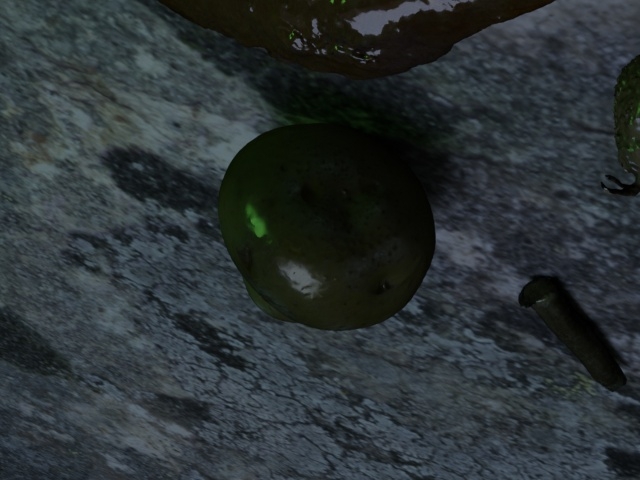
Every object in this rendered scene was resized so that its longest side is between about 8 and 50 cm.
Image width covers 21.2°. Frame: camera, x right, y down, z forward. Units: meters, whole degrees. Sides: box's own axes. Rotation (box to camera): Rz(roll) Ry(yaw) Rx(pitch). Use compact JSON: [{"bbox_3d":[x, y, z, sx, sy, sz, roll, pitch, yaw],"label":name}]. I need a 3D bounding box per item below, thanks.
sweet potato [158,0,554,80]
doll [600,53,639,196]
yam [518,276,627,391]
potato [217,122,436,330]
[{"bbox_3d":[0.004,-0.147,0.981,0.342,0.092,0.114,12,135,26],"label":"sweet potato"},{"bbox_3d":[0.244,-0.075,0.888,0.105,0.115,0.221,46,143,-18],"label":"doll"},{"bbox_3d":[0.194,0.075,1.310,0.033,0.027,0.129,-31,128,14],"label":"yam"},{"bbox_3d":[0.000,0.000,1.208,0.157,0.157,0.194,26,157,0],"label":"potato"}]
